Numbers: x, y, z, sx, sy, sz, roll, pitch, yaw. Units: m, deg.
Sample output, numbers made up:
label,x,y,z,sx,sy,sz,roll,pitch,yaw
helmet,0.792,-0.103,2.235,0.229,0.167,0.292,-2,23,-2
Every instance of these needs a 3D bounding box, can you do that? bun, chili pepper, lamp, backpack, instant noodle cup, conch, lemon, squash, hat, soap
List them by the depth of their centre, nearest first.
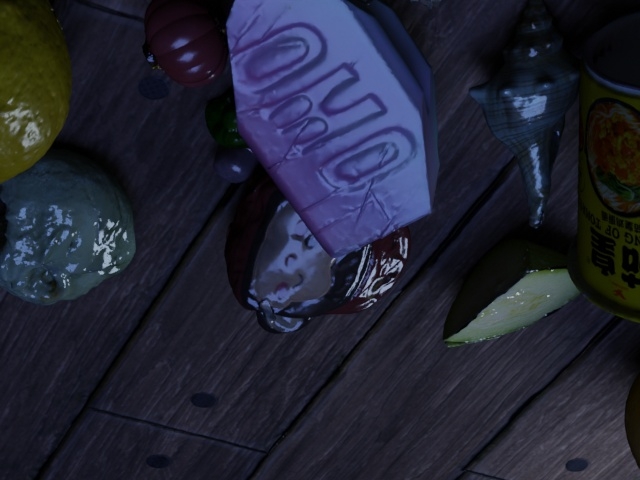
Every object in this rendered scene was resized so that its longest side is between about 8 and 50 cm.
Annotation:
label,x,y,z,sx,sy,sz,roll,pitch,yaw
lemon,-0.378,-0.178,1.583,0.284,0.260,0.260,29,130,-34
soap,0.007,-0.160,1.657,0.193,0.109,0.324,-26,114,19
lamp,-0.139,-0.211,1.662,0.092,0.107,0.107,-26,135,6
instant noodle cup,0.406,-0.094,1.667,0.326,0.325,0.254,-8,118,6
conch,0.225,-0.154,1.749,0.114,0.137,0.234,18,132,16
chili pepper,-0.003,-0.142,1.769,0.257,0.074,0.100,-11,122,8
hat,-0.086,-0.095,1.842,0.087,0.042,0.058,-19,136,18
bun,-0.321,-0.004,1.874,0.204,0.126,0.212,-7,137,3
backpack,0.001,0.001,1.894,0.229,0.139,0.229,-7,123,-11
squash,0.249,0.049,2.013,0.184,0.085,0.192,-4,151,-44

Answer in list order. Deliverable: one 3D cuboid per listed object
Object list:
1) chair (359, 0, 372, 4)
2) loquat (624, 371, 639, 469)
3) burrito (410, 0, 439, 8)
label,x,y,z,sx,sy,sz,roll,pitch,yaw
chair,-0.046,-0.353,1.496,0.186,0.319,0.160,-48,139,-16
loquat,0.531,0.249,2.104,0.263,0.263,0.263,-1,138,-1
burrito,0.167,-0.295,1.628,0.188,0.045,0.058,-31,138,26
